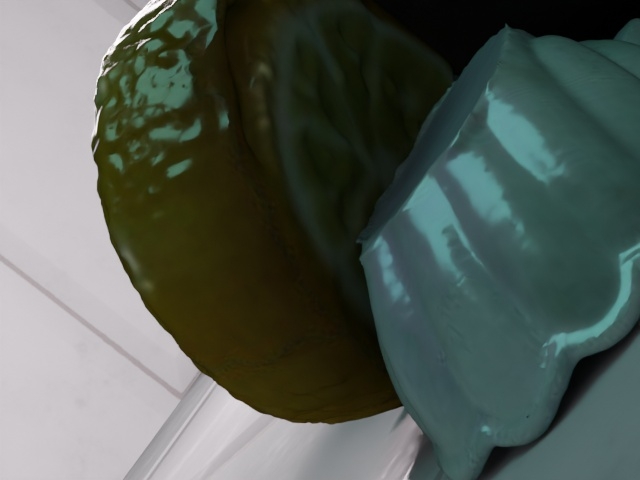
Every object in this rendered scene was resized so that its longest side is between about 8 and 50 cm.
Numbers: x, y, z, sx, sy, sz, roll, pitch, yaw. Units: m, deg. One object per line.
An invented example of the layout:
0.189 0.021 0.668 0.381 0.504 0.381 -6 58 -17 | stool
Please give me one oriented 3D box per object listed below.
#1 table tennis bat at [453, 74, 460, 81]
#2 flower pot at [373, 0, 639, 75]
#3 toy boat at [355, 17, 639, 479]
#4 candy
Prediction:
0.094 -0.194 0.968 0.044 0.329 0.215 36 116 55 | table tennis bat
0.158 -0.271 0.823 0.379 0.379 0.251 -53 25 -14 | flower pot
0.091 -0.021 0.694 0.199 0.100 0.290 -51 5 33 | toy boat
-0.006 -0.029 0.796 0.118 0.260 0.260 -26 17 31 | candy
